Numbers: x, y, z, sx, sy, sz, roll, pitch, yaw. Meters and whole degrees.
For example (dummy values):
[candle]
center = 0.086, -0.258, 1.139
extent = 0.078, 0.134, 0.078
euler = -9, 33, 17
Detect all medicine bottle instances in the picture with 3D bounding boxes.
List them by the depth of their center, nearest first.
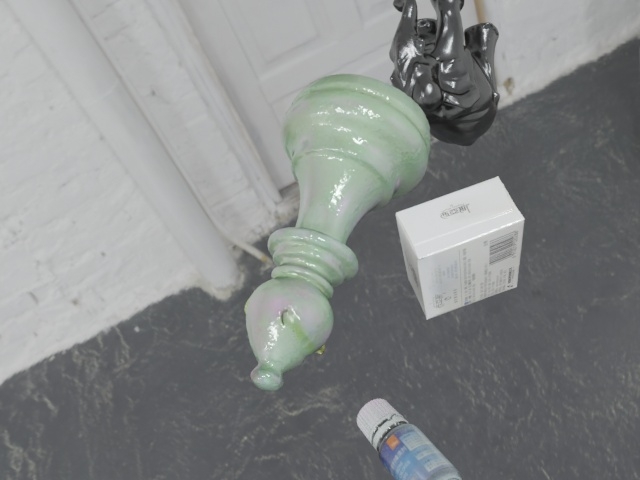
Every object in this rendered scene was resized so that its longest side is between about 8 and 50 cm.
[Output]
[medicine bottle]
center = 0.138, 0.340, 1.083
extent = 0.083, 0.083, 0.203
euler = -36, 38, -9

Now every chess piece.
[chess piece]
center = 0.000, 0.000, 0.569
extent = 0.139, 0.139, 0.271
euler = 4, 60, 29

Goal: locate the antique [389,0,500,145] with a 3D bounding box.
[antique]
center = 0.252, -0.326, 1.341
extent = 0.185, 0.322, 0.254
euler = -3, 69, 44

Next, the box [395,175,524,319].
[box]
center = 0.272, 0.023, 1.302
extent = 0.203, 0.274, 0.116
euler = -21, 57, 1

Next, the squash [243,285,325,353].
[squash]
center = -0.065, 0.180, 1.435
extent = 0.094, 0.094, 0.224
euler = -44, 51, -16
